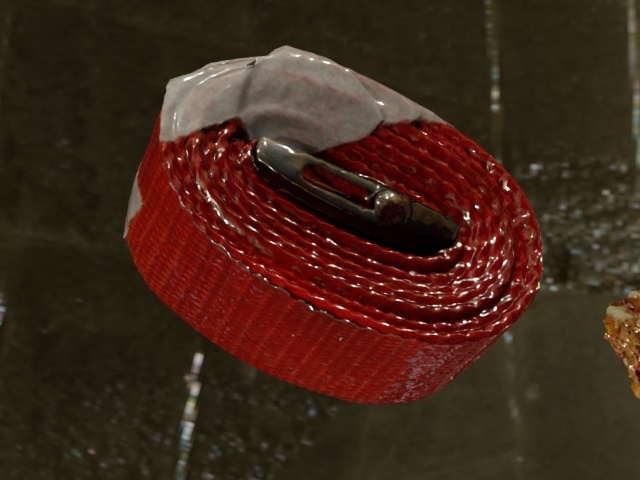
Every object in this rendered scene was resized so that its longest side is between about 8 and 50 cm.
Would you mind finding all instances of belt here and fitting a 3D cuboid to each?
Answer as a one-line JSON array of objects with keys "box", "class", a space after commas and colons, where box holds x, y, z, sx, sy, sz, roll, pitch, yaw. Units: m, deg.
[{"box": [0.000, 0.000, 0.833, 0.201, 0.124, 0.128, 28, 62, -3], "class": "belt"}]

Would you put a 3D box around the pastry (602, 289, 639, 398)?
[{"box": [0.254, 0.079, 1.019, 0.087, 0.169, 0.063, -49, 146, -63], "class": "pastry"}]
